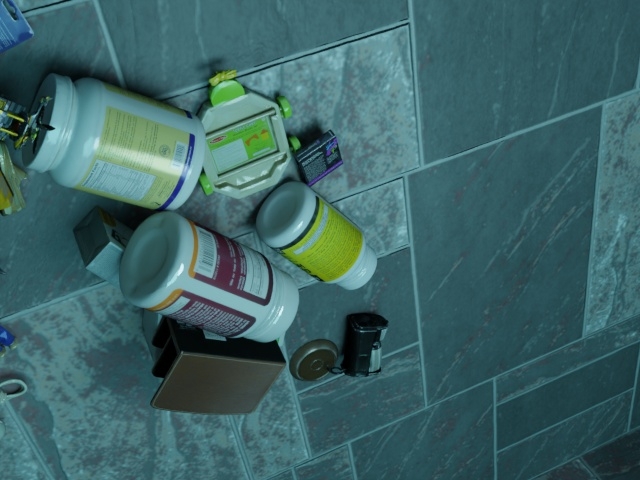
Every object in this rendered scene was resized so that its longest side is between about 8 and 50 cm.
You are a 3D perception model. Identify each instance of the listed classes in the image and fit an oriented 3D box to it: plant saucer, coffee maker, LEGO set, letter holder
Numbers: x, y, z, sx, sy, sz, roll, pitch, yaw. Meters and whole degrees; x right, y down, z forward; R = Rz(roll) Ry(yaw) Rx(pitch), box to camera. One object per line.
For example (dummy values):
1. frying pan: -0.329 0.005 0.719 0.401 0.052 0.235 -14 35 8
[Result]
1. plant saucer: -0.016 0.384 2.416 0.169 0.029 0.168 -12 125 -18
2. coffee maker: 0.121 0.326 2.375 0.171 0.120 0.178 -15 121 -35
3. LEGO set: -0.665 -0.190 1.508 0.192 0.331 0.254 21 88 -52
4. letter holder: -0.280 0.323 1.967 0.302 0.152 0.214 12 121 -34

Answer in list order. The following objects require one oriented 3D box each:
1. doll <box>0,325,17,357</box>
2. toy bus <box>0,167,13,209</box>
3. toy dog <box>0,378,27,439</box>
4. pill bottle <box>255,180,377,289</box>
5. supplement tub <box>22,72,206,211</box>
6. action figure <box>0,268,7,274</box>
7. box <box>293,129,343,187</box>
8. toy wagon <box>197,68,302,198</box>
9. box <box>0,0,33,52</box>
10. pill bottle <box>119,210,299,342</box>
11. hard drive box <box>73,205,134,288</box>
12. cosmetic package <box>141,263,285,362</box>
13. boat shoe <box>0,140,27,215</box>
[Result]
1. doll: -0.835 0.218 1.877 0.129 0.046 0.189 -36 131 -2
2. toy bus: -0.829 -0.072 1.605 0.333 0.130 0.108 -11 126 0
3. toy dog: -0.886 0.447 1.896 0.220 0.161 0.334 -47 142 12
4. pill bottle: 0.000 0.000 2.058 0.188 0.188 0.334 -46 129 8
5. supplement tub: -0.443 -0.209 1.658 0.332 0.241 0.241 16 113 -33
6. action figure: -0.818 0.127 1.743 0.164 0.141 0.275 21 96 -32
7. box: -0.003 -0.208 1.969 0.116 0.029 0.162 -36 160 -6
8. toy wagon: -0.196 -0.265 1.859 0.267 0.068 0.344 -24 128 -11
9. box: -0.702 -0.416 1.519 0.225 0.036 0.136 -28 130 -5
10. pill bottle: -0.247 0.099 1.790 0.392 0.224 0.224 29 106 -44
11. hard drive box: -0.467 0.046 1.859 0.089 0.181 0.232 -45 131 5
12. cosmetic package: -0.281 0.191 2.069 0.366 0.155 0.196 -6 127 -25
13. boat shoe: -0.688 -0.144 1.703 0.072 0.068 0.189 -18 138 -31
